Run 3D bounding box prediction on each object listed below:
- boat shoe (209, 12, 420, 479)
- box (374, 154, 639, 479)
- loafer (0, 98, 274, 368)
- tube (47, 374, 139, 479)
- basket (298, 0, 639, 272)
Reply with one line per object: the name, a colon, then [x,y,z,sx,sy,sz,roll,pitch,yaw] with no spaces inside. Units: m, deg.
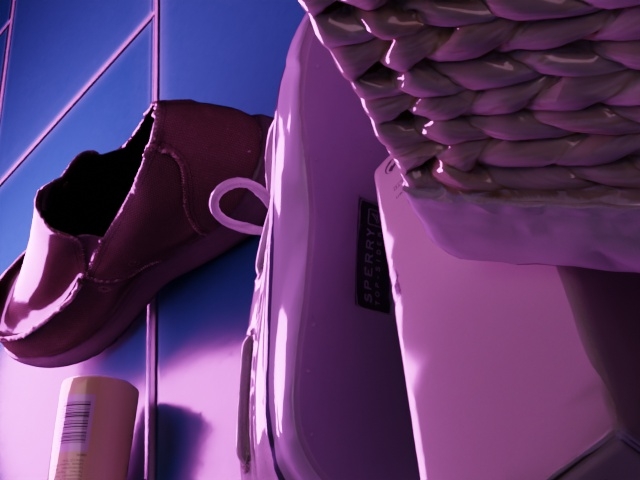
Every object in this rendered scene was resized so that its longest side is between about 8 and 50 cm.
boat shoe: [0.008,0.004,0.806,0.156,0.136,0.367,-37,42,52]
box: [0.100,0.041,0.575,0.094,0.113,0.275,-42,25,23]
loafer: [-0.181,-0.017,1.075,0.366,0.130,0.134,-36,40,36]
tube: [-0.179,0.221,0.968,0.070,0.062,0.240,81,-168,-64]
basket: [0.174,-0.184,0.439,0.331,0.266,0.328,1,45,47]
